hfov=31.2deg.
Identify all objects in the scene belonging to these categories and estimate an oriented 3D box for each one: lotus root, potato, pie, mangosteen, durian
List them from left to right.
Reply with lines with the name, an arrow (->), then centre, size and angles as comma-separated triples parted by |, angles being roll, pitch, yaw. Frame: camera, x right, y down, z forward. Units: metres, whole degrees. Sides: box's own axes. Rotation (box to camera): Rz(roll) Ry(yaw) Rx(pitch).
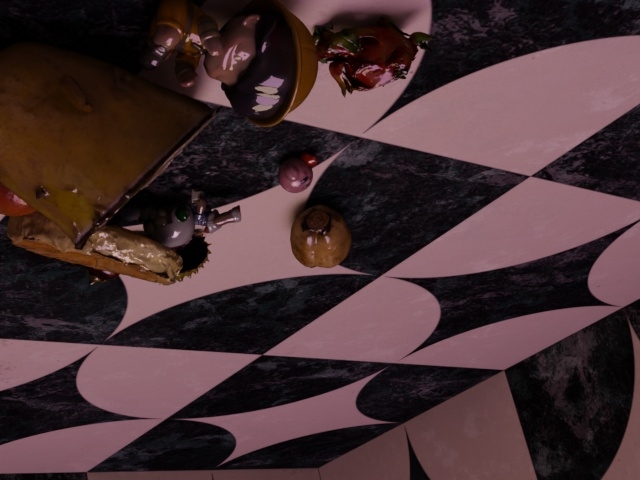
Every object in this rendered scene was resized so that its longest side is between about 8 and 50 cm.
potato -> -0.354, -0.191, 1.734 | 0.296, 0.397, 0.290 | 45, 123, -9
pie -> -0.410, 0.009, 2.079 | 0.340, 0.083, 0.339 | 16, 173, 2
mangosteen -> -0.436, 0.047, 2.314 | 0.081, 0.081, 0.081 | -11, 156, -5
durian -> -0.319, 0.051, 2.342 | 0.187, 0.119, 0.108 | -3, 149, -26
lotus root -> 0.000, 0.000, 2.403 | 0.125, 0.118, 0.221 | 18, 160, 9

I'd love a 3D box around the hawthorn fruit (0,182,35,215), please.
hawthorn fruit -> -0.541, -0.114, 1.904 | 0.165, 0.165, 0.285 | 12, 170, -43

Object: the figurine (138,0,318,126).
figurine -> -0.125, -0.281, 1.685 | 0.257, 0.167, 0.192 | 23, 156, -20

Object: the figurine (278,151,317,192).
figurine -> -0.046, -0.123, 2.170 | 0.067, 0.071, 0.083 | 24, 153, 18

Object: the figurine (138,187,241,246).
figurine -> -0.253, -0.046, 2.209 | 0.197, 0.093, 0.147 | -19, 178, -6

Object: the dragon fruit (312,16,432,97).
dragon fruit -> 0.073, -0.291, 1.812 | 0.175, 0.142, 0.138 | 22, 178, -22
